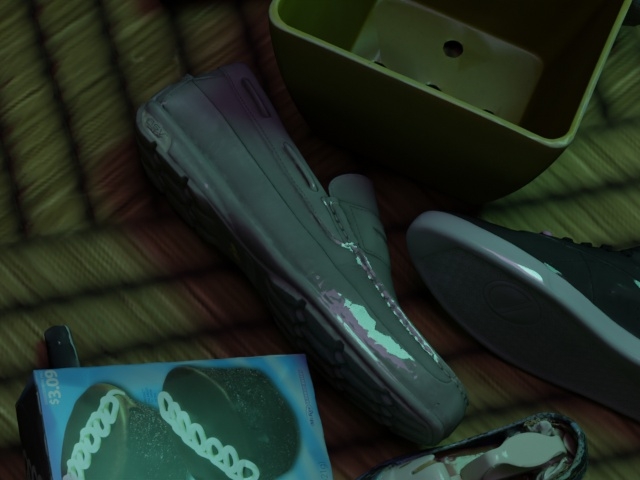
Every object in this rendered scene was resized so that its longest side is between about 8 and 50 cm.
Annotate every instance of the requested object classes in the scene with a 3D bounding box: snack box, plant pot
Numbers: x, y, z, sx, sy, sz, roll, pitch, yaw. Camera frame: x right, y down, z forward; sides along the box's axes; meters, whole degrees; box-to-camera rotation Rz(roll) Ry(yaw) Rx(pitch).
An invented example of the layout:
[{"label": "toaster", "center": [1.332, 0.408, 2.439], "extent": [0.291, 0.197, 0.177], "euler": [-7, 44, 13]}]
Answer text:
[{"label": "snack box", "center": [-0.069, 0.230, 1.147], "extent": [0.187, 0.060, 0.322], "euler": [-2, 63, -24]}, {"label": "plant pot", "center": [0.090, -0.146, 1.319], "extent": [0.212, 0.187, 0.212], "euler": [24, 65, 4]}]

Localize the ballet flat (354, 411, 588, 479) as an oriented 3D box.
[{"label": "ballet flat", "center": [0.091, 0.156, 1.233], "extent": [0.188, 0.070, 0.070], "euler": [-19, 67, -17]}]

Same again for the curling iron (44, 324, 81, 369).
[{"label": "curling iron", "center": [-0.155, 0.176, 1.201], "extent": [0.068, 0.035, 0.274], "euler": [-3, 63, -10]}]

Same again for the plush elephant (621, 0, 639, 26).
[{"label": "plush elephant", "center": [0.218, -0.323, 1.395], "extent": [0.330, 0.272, 0.255], "euler": [-26, 54, 14]}]

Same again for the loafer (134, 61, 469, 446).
[{"label": "loafer", "center": [0.000, 0.000, 1.275], "extent": [0.111, 0.112, 0.319], "euler": [-35, 71, -16]}]

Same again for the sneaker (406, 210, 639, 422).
[{"label": "sneaker", "center": [0.208, 0.027, 1.302], "extent": [0.295, 0.104, 0.147], "euler": [28, 60, 0]}]
